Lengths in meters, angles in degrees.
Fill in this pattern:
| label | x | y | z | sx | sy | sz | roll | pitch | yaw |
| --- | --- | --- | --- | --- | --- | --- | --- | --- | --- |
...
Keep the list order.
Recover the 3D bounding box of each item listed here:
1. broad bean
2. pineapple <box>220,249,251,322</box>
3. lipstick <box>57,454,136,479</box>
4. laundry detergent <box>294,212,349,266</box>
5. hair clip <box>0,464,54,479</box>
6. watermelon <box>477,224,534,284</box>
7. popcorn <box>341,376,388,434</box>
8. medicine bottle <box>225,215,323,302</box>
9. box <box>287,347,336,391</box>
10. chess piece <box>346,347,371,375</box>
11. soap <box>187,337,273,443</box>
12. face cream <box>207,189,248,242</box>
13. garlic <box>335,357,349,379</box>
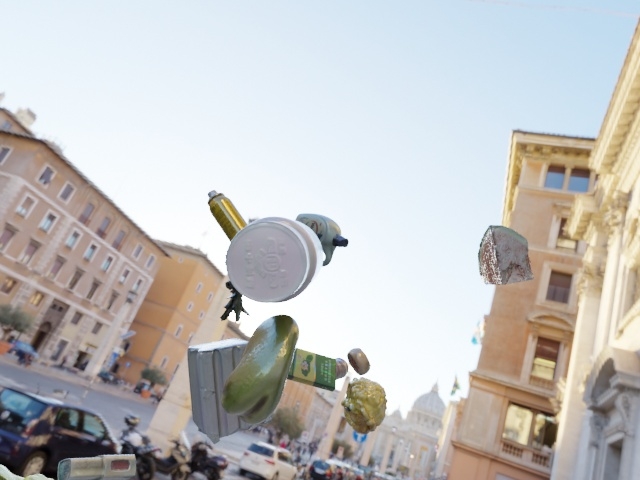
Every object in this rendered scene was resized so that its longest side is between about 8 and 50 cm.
| label | x | y | z | sx | sy | sz | roll | pitch | yaw |
| --- | --- | --- | --- | --- | --- | --- | --- | --- | --- |
| broad bean | -0.135 | 0.288 | 1.151 | 0.121 | 0.263 | 0.189 | 30 | -27 | -25 |
| pineapple | -0.299 | 0.164 | 1.794 | 0.119 | 0.277 | 0.130 | 2 | 20 | -16 |
| lipstick | -0.729 | 0.746 | 1.619 | 0.077 | 0.079 | 0.253 | -24 | -31 | 21 |
| laundry detergent | 0.000 | 0.000 | 2.111 | 0.280 | 0.215 | 0.105 | 18 | 4 | 39 |
| hair clip | -0.717 | 0.596 | 1.209 | 0.173 | 0.046 | 0.072 | 34 | -4 | -26 |
| watermelon | 0.733 | 0.088 | 2.013 | 0.193 | 0.310 | 0.232 | -6 | 33 | -26 |
| popcorn | 0.143 | 0.529 | 1.586 | 0.170 | 0.180 | 0.180 | -11 | -6 | -28 |
| medicine bottle | -0.108 | 0.046 | 1.265 | 0.213 | 0.213 | 0.379 | 20 | 2 | 3 |
| box | -0.053 | 0.469 | 1.831 | 0.235 | 0.132 | 0.034 | 20 | -50 | -14 |
| chess piece | 0.114 | 0.360 | 1.470 | 0.083 | 0.038 | 0.083 | 46 | -29 | 34 |
| soap | -0.456 | 0.715 | 2.435 | 0.350 | 0.435 | 0.213 | -8 | 1 | -34 |
| face cream | -0.374 | -0.075 | 2.084 | 0.348 | 0.105 | 0.105 | 53 | -13 | 19 |
| garlic | 0.042 | 0.551 | 2.107 | 0.159 | 0.102 | 0.147 | -13 | -13 | -22 |
